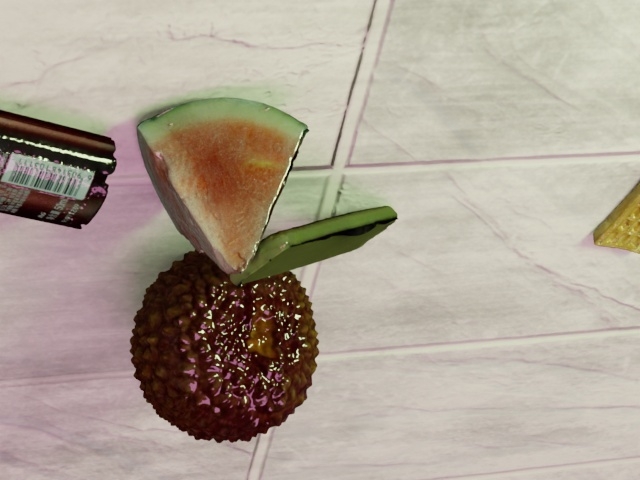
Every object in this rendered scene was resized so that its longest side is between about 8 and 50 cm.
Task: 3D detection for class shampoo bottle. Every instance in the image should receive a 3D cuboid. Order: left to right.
[{"bbox_3d":[-0.390,-0.095,1.592,0.323,0.084,0.129,12,131,-30],"label":"shampoo bottle"}]

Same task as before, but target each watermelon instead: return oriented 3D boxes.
[{"bbox_3d":[-0.097,-0.062,1.689,0.207,0.202,0.136,-16,177,11],"label":"watermelon"}]

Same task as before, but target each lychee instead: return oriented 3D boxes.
[{"bbox_3d":[-0.133,0.137,1.863,0.271,0.271,0.271,-10,142,-8],"label":"lychee"}]

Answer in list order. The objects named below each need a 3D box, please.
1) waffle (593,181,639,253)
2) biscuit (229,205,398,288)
[{"bbox_3d":[0.450,-0.040,2.018,0.097,0.023,0.153,8,136,-30],"label":"waffle"},{"bbox_3d":[0.000,0.000,1.775,0.099,0.038,0.322,-35,172,27],"label":"biscuit"}]
